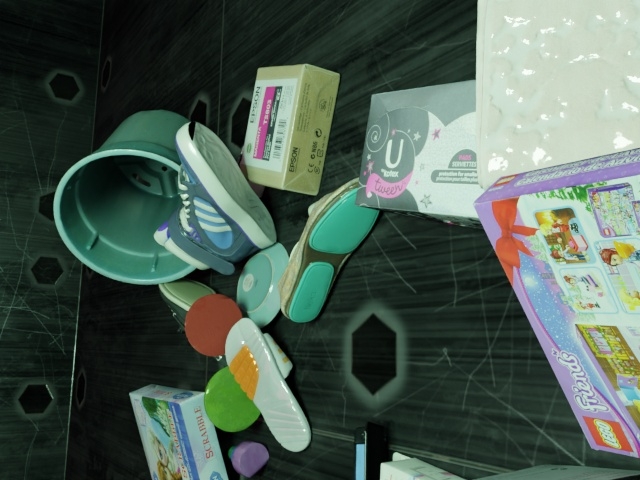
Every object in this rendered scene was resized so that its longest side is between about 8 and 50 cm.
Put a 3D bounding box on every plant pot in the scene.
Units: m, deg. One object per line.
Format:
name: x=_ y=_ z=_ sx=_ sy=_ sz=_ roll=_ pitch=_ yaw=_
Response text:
plant pot: x=-0.403 y=-0.133 z=1.450 sx=0.334 sy=0.341 sz=0.341 roll=-95 pitch=29 yaw=-55

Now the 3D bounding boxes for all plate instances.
plate: x=-0.128 y=0.089 z=1.265 sx=0.188 sy=0.024 sz=0.188 roll=-25 pitch=56 yaw=44

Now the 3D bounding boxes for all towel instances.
towel: x=0.307 y=-0.208 z=0.555 sx=0.332 sy=0.053 sz=0.317 roll=-4 pitch=79 yaw=28

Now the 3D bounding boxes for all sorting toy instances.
sorting toy: x=-0.203 y=0.289 z=1.233 sx=0.126 sy=0.127 sz=0.365 roll=-12 pitch=94 yaw=54

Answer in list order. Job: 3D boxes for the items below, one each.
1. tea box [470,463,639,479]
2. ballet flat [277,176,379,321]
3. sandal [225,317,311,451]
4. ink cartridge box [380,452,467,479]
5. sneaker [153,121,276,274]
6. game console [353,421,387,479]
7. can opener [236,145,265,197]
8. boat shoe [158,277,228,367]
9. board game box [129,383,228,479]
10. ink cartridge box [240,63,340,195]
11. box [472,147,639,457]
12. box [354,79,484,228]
tea box: x=0.192 y=0.367 z=0.487 sx=0.220 sy=0.329 sz=0.323 roll=-22 pitch=65 yaw=52
ballet flat: x=0.000 y=0.000 z=1.054 sx=0.316 sy=0.108 sz=0.106 roll=-59 pitch=33 yaw=28
sandal: x=-0.089 y=0.269 z=1.159 sx=0.102 sy=0.076 sz=0.265 roll=-40 pitch=72 yaw=26
ink cartridge box: x=0.137 y=0.362 z=0.806 sx=0.198 sy=0.067 sz=0.115 roll=-1 pitch=84 yaw=56
sneaker: x=-0.257 y=-0.061 z=1.211 sx=0.236 sy=0.323 sz=0.130 roll=-20 pitch=42 yaw=16
game console: x=0.061 y=0.335 z=0.909 sx=0.107 sy=0.071 sz=0.122 roll=-26 pitch=55 yaw=51
can opener: x=-0.171 y=-0.087 z=1.368 sx=0.093 sy=0.074 sz=0.280 roll=-74 pitch=5 yaw=-73
boat shoe: x=-0.270 y=0.182 z=1.388 sx=0.340 sy=0.127 sz=0.113 roll=24 pitch=108 yaw=38
board game box: x=-0.306 y=0.487 z=1.357 sx=0.318 sy=0.066 sz=0.318 roll=-15 pitch=90 yaw=54
ink cartridge box: x=-0.066 y=-0.218 z=1.205 sx=0.193 sy=0.088 sz=0.234 roll=18 pitch=100 yaw=55
box: x=0.277 y=0.066 z=0.517 sx=0.201 sy=0.057 sz=0.293 roll=-8 pitch=115 yaw=55
box: x=0.176 y=-0.101 z=0.772 sx=0.247 sy=0.142 sz=0.163 roll=12 pitch=93 yaw=57
